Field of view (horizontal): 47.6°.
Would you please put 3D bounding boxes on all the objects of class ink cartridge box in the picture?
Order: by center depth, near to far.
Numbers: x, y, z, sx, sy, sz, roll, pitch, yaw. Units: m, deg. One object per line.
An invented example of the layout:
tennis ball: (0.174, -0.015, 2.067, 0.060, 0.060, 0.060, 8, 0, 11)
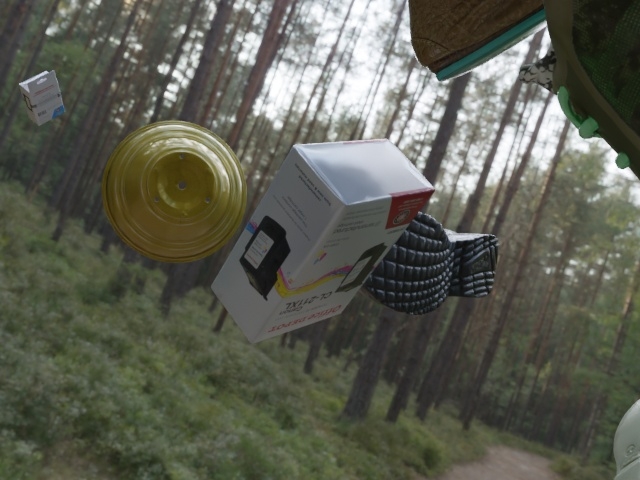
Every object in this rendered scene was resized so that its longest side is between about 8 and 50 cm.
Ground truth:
ink cartridge box: (0.000, 0.000, 0.644, 0.127, 0.175, 0.072, -13, 55, -47)
ink cartridge box: (-0.418, -0.219, 1.088, 0.028, 0.048, 0.083, 38, -33, 21)

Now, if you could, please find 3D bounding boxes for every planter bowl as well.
planter bowl: (-0.206, -0.076, 1.060, 0.217, 0.217, 0.090, 23, -9, -15)

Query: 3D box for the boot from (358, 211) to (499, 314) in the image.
boot: (0.064, 0.020, 0.931, 0.223, 0.118, 0.338, 10, -2, 36)

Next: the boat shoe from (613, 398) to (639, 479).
boat shoe: (0.259, 0.172, 0.565, 0.043, 0.049, 0.137, 37, 37, 3)

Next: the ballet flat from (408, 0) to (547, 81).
ballet flat: (0.218, -0.246, 0.570, 0.342, 0.124, 0.116, -20, 4, 27)

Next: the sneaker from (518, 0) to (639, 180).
sneaker: (0.202, -0.097, 0.415, 0.158, 0.410, 0.182, -17, 0, -22)
